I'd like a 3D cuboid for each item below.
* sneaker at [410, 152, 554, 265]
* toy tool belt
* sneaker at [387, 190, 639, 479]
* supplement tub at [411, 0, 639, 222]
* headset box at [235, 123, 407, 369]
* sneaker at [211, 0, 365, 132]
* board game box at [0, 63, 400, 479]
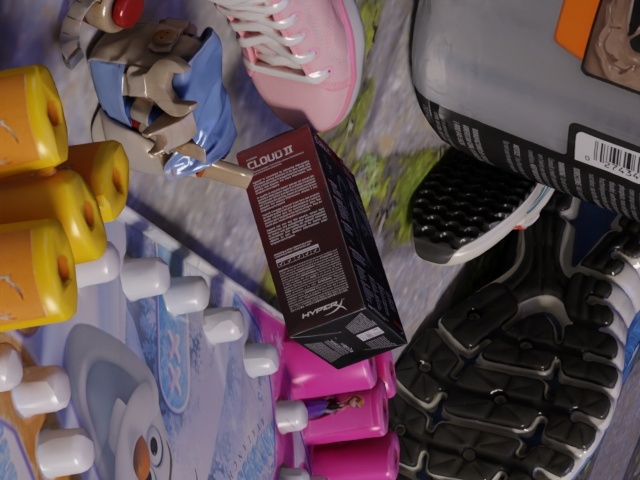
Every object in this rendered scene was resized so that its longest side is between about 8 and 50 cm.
[{"bbox_3d":[0.103,-0.023,0.838,0.161,0.057,0.075,-51,147,-39],"label":"sneaker"},{"bbox_3d":[-0.047,-0.051,0.488,0.052,0.051,0.083,-54,154,-28],"label":"toy tool belt"},{"bbox_3d":[0.142,0.086,0.939,0.330,0.129,0.147,-51,151,-32],"label":"sneaker"},{"bbox_3d":[0.231,-0.086,0.696,0.207,0.338,0.207,-48,151,-38],"label":"supplement tub"},{"bbox_3d":[0.000,0.000,0.558,0.032,0.083,0.062,-22,160,10],"label":"headset box"},{"bbox_3d":[-0.023,-0.085,0.511,0.070,0.051,0.134,-50,145,-43],"label":"sneaker"},{"bbox_3d":[-0.031,0.183,0.505,0.390,0.050,0.390,42,42,-66],"label":"board game box"}]
